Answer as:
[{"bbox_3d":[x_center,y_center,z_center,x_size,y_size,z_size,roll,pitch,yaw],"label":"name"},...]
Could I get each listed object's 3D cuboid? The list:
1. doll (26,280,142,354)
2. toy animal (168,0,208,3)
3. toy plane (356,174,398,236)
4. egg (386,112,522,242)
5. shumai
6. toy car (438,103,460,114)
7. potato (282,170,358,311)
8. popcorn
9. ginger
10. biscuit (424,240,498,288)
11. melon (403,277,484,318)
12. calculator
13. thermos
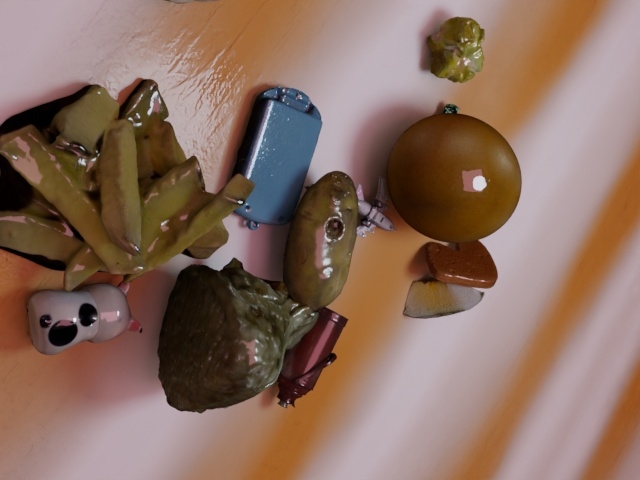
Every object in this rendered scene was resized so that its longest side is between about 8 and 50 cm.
[{"bbox_3d":[-0.411,0.130,1.406,0.180,0.107,0.110,-8,86,-46],"label":"doll"},{"bbox_3d":[-0.221,-0.509,1.342,0.266,0.188,0.308,-39,129,-16],"label":"toy animal"},{"bbox_3d":[0.116,-0.058,1.837,0.171,0.065,0.162,31,90,-37],"label":"toy plane"},{"bbox_3d":[0.298,-0.135,1.822,0.351,0.282,0.283,13,94,-54],"label":"egg"},{"bbox_3d":[-0.121,0.180,1.522,0.288,0.330,0.292,13,80,-32],"label":"shumai"},{"bbox_3d":[0.320,-0.257,1.961,0.143,0.054,0.073,47,70,-34],"label":"toy car"},{"bbox_3d":[0.000,0.000,1.682,0.191,0.141,0.296,-19,127,-71],"label":"potato"},{"bbox_3d":[0.308,-0.431,1.855,0.126,0.126,0.145,-1,127,-33],"label":"popcorn"},{"bbox_3d":[-0.323,-0.088,1.352,0.413,0.211,0.359,-3,102,-40],"label":"ginger"},{"bbox_3d":[0.339,0.048,2.020,0.192,0.186,0.036,9,127,-19],"label":"biscuit"},{"bbox_3d":[0.307,0.135,2.034,0.139,0.202,0.093,-11,92,-74],"label":"melon"},{"bbox_3d":[-0.090,-0.159,1.634,0.173,0.051,0.293,17,92,-44],"label":"calculator"},{"bbox_3d":[-0.035,0.252,1.777,0.124,0.099,0.232,28,84,-5],"label":"thermos"}]
